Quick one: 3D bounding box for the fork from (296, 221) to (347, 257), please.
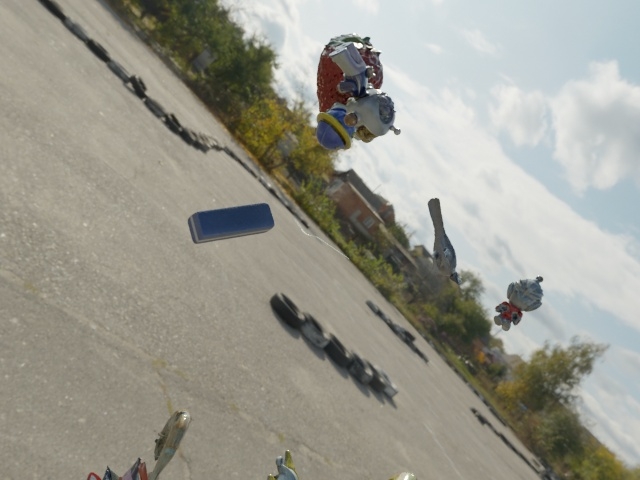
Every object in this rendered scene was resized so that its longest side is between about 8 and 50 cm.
[{"bbox_3d":[-0.001,0.002,1.626,0.235,0.021,0.039,37,11,1],"label":"fork"}]

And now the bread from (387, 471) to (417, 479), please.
[{"bbox_3d":[0.268,0.954,1.673,0.260,0.158,0.156,-72,155,-45],"label":"bread"}]

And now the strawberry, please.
[{"bbox_3d":[0.118,-0.637,1.872,0.291,0.292,0.309,-129,-155,-51],"label":"strawberry"}]

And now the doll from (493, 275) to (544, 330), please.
[{"bbox_3d":[0.522,0.159,1.239,0.094,0.180,0.079,39,-14,26],"label":"doll"}]

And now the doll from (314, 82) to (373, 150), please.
[{"bbox_3d":[0.083,-0.428,1.744,0.160,0.242,0.311,28,-6,14],"label":"doll"}]

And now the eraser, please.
[{"bbox_3d":[-0.240,-0.049,1.285,0.081,0.225,0.036,69,-27,22],"label":"eraser"}]

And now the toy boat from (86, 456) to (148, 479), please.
[{"bbox_3d":[-0.531,0.702,1.240,0.072,0.319,0.218,15,55,-54],"label":"toy boat"}]

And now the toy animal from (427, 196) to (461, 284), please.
[{"bbox_3d":[0.445,0.044,1.725,0.366,0.081,0.206,68,30,-17],"label":"toy animal"}]

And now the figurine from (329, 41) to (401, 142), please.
[{"bbox_3d":[0.123,-0.410,1.312,0.194,0.133,0.274,-32,110,-55],"label":"figurine"}]

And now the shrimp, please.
[{"bbox_3d":[-0.499,0.674,1.518,0.085,0.360,0.246,29,46,-10],"label":"shrimp"}]

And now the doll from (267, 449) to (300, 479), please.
[{"bbox_3d":[-0.111,0.856,1.535,0.103,0.315,0.146,0,9,45],"label":"doll"}]
